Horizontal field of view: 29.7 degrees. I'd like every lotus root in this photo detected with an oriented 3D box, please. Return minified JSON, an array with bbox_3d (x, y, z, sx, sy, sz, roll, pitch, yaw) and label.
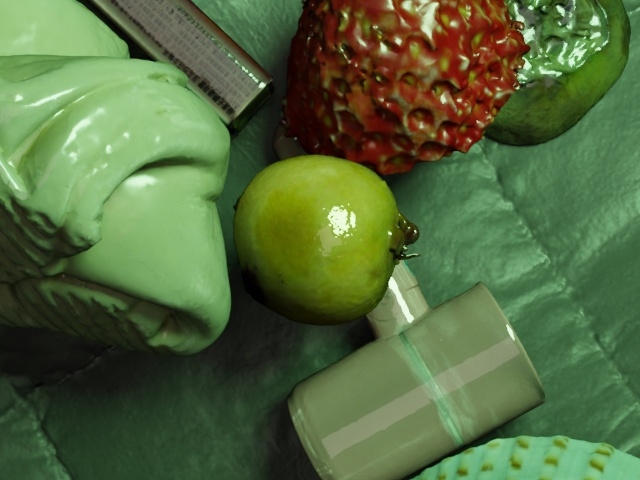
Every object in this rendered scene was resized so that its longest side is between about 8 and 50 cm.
[{"bbox_3d":[0.195,-0.191,1.104,0.183,0.078,0.203,42,93,-1],"label":"lotus root"}]

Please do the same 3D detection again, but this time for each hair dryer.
[{"bbox_3d":[0.030,0.041,1.108,0.210,0.125,0.352,-29,83,2],"label":"hair dryer"}]

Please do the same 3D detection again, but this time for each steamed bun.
[{"bbox_3d":[-0.243,-0.078,0.989,0.368,0.342,0.255,6,65,17],"label":"steamed bun"}]

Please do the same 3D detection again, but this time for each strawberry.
[{"bbox_3d":[0.043,-0.174,1.009,0.234,0.178,0.234,-9,62,18],"label":"strawberry"}]

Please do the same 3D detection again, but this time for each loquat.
[{"bbox_3d":[0.000,0.000,0.991,0.163,0.163,0.137,25,51,-1],"label":"loquat"}]

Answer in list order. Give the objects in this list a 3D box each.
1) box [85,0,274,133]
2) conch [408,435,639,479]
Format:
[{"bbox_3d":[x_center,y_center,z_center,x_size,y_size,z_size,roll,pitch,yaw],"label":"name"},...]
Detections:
[{"bbox_3d":[-0.142,-0.193,1.082,0.224,0.120,0.069,43,90,0],"label":"box"},{"bbox_3d":[0.194,0.335,1.042,0.319,0.215,0.303,3,113,3],"label":"conch"}]
